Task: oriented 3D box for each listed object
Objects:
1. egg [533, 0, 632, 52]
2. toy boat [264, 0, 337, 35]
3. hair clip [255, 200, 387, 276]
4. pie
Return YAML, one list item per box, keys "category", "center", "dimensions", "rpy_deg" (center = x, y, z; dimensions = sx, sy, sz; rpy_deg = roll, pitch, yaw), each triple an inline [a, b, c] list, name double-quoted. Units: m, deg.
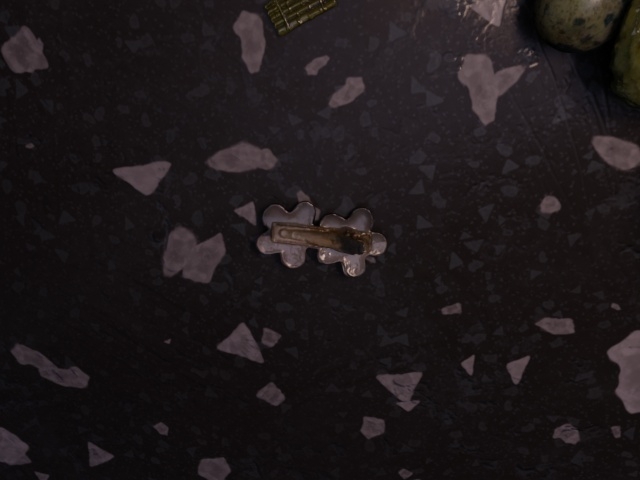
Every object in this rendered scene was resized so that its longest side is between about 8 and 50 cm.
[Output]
- category: "egg"
  center: [0.408, -0.376, 0.831]
  dimensions: [0.141, 0.141, 0.181]
  rpy_deg: [30, 107, -5]
- category: "toy boat"
  center: [-0.034, -0.407, 0.945]
  dimensions: [0.115, 0.016, 0.063]
  rpy_deg: [-24, 108, 16]
- category: "hair clip"
  center: [0.001, -0.003, 1.085]
  dimensions: [0.257, 0.075, 0.146]
  rpy_deg: [9, 111, 11]
- category: "pie"
  center: [0.546, -0.315, 0.827]
  dimensions: [0.277, 0.078, 0.276]
  rpy_deg: [-8, 117, -17]
